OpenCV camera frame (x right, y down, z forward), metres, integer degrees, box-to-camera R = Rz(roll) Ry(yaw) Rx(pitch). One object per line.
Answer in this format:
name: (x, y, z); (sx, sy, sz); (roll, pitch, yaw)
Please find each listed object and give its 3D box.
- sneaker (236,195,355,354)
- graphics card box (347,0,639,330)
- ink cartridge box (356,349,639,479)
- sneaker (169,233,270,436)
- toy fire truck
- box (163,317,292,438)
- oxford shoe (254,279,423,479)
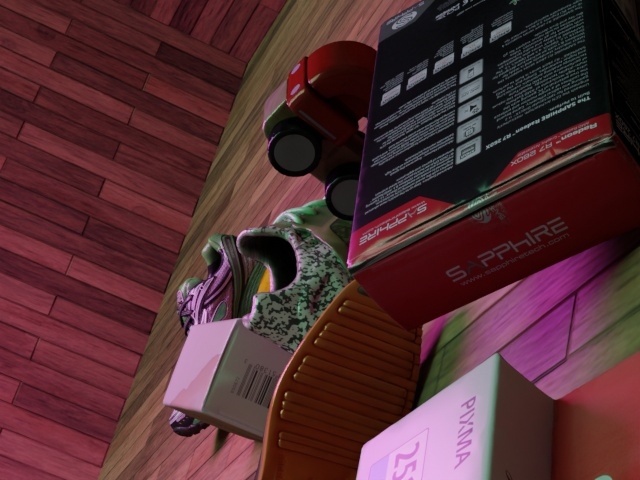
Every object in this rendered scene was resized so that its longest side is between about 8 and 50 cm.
sneaker: (0.000, 0.000, 1.566); (0.158, 0.182, 0.410); (-59, 13, 30)
graphics card box: (0.151, -0.112, 1.133); (0.233, 0.094, 0.371); (-28, 31, 26)
ink cartridge box: (0.114, 0.182, 0.799); (0.261, 0.066, 0.296); (-39, 22, 32)
sneaker: (-0.174, 0.147, 2.130); (0.134, 0.146, 0.343); (-46, 24, 58)
toy fire truck: (0.088, -0.130, 1.416); (0.246, 0.217, 0.158); (-45, 20, 21)
box: (-0.094, 0.181, 1.720); (0.311, 0.148, 0.121); (157, 135, -75)
oxford shoe: (-0.005, 0.201, 1.345); (0.133, 0.130, 0.363); (176, 117, -84)
